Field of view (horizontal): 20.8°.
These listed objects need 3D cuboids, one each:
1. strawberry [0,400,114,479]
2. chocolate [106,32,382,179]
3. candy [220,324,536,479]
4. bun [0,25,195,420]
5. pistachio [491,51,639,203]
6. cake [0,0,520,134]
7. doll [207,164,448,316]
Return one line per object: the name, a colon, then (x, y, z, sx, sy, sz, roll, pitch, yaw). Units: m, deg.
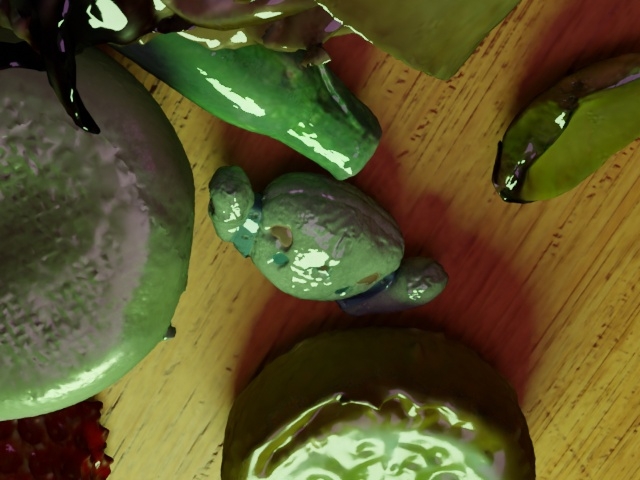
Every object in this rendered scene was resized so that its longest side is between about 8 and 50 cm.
strawberry: (-0.276, 0.203, 1.359, 0.234, 0.178, 0.234, -3, 115, -7)
chocolate: (-0.075, -0.142, 1.217, 0.291, 0.110, 0.110, 36, 111, -26)
candy: (0.045, 0.187, 1.413, 0.259, 0.118, 0.260, -2, 123, -2)
bun: (-0.217, -0.020, 1.238, 0.283, 0.179, 0.283, 1, 103, 4)
pistachio: (0.193, -0.095, 1.298, 0.173, 0.049, 0.089, -37, 142, 13)
cake: (-0.054, -0.189, 0.884, 0.321, 0.332, 0.332, -40, 116, 17)
doll: (0.000, 0.000, 1.324, 0.214, 0.071, 0.103, 26, 137, -28)
